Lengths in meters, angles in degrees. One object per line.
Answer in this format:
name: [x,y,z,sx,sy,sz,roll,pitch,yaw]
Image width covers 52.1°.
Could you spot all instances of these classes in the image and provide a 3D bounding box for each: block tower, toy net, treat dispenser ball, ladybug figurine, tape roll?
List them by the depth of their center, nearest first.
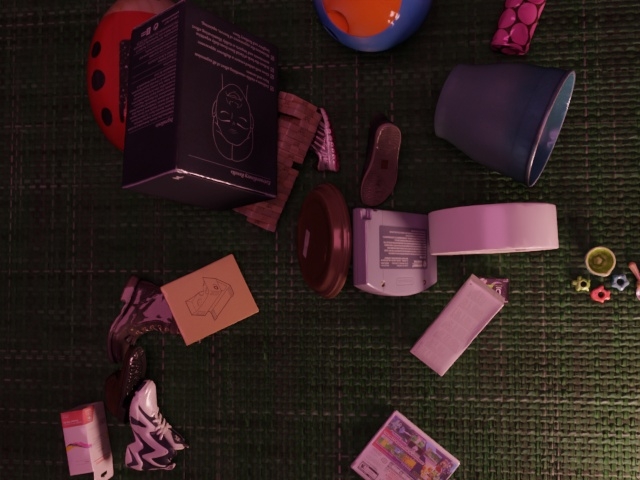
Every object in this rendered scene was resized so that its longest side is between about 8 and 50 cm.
tape roll: [0.390,-0.022,1.491,0.287,0.286,0.100,-4,86,8]
treat dispenser ball: [0.124,-0.596,1.551,0.289,0.288,0.287,0,87,8]
toy net: [0.729,0.106,1.556,0.232,0.045,0.122,23,90,8]
block tower: [-0.110,-0.196,1.640,0.091,0.097,0.335,25,95,45]
ladybug figurine: [-0.466,-0.432,1.687,0.306,0.162,0.448,-1,87,8]

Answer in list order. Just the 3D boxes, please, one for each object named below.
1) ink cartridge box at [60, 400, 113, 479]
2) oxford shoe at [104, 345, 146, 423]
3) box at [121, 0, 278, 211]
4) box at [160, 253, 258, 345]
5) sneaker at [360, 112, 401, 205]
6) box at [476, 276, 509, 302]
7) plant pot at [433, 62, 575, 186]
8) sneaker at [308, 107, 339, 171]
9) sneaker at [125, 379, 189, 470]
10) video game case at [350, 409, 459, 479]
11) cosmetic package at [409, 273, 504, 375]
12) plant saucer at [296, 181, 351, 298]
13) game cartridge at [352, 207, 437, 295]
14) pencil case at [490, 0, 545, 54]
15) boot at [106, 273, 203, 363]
ink cartridge box: [-0.597,0.526,1.684,0.067,0.115,0.198,-11,85,6]
oxford shoe: [-0.509,0.359,1.673,0.096,0.083,0.227,26,111,15]
box: [-0.272,-0.296,1.533,0.212,0.294,0.394,-10,74,40]
box: [-0.282,0.149,1.663,0.201,0.021,0.164,-25,89,-16]
sneaker: [0.147,-0.203,1.643,0.083,0.118,0.221,9,118,-10]
box: [0.413,0.120,1.596,0.084,0.052,0.062,1,88,7]
plant pot: [0.415,-0.294,1.522,0.255,0.272,0.271,24,91,23]
sneaker: [-0.002,-0.252,1.665,0.075,0.063,0.170,-11,84,11]
sneaker: [-0.404,0.479,1.672,0.153,0.094,0.234,9,89,7]
video game case: [0.208,0.553,1.620,0.201,0.023,0.183,38,93,9]
cosmetic package: [0.326,0.202,1.569,0.099,0.060,0.239,38,111,6]
plant saucer: [0.000,0.000,1.556,0.041,0.278,0.277,-1,87,-22]
game cartridge: [0.176,0.030,1.528,0.062,0.297,0.197,2,89,41]
pencil case: [0.494,-0.554,1.600,0.098,0.095,0.209,21,93,-12]
boot: [-0.413,0.222,1.691,0.229,0.091,0.262,17,97,0]
